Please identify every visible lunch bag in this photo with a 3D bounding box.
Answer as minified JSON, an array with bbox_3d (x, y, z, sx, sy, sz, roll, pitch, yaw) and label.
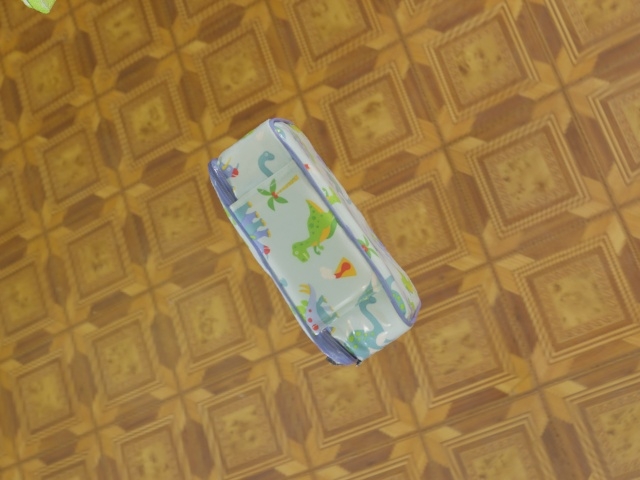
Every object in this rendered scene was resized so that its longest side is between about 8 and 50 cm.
[{"bbox_3d":[0.000,0.000,0.801,0.090,0.176,0.219,-35,90,11],"label":"lunch bag"}]

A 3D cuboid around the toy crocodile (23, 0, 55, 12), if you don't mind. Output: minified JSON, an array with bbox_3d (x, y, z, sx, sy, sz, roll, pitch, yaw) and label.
[{"bbox_3d":[-0.435,-0.437,1.157,0.105,0.340,0.115,5,56,27],"label":"toy crocodile"}]
